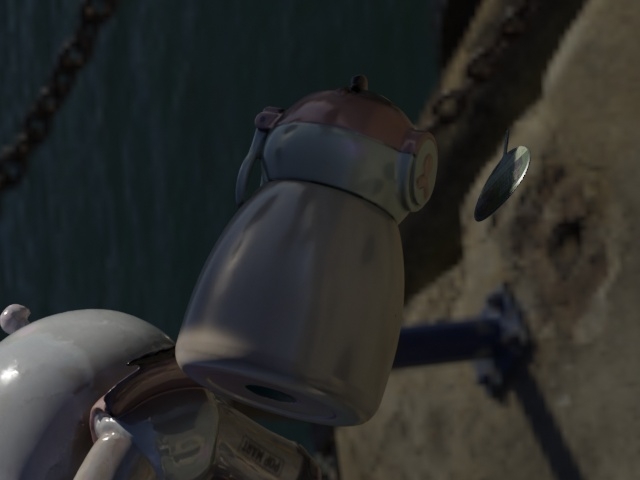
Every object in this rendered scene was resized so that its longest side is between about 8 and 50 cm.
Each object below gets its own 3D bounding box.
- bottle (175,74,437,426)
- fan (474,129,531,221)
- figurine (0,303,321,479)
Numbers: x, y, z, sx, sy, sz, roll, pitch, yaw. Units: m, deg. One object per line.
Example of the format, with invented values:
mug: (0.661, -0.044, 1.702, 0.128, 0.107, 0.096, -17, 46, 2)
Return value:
bottle: (0.000, 0.000, 1.338, 0.147, 0.147, 0.237, -14, 56, 63)
fan: (0.127, -0.049, 1.279, 0.060, 0.003, 0.080, -26, 37, 62)
figurine: (-0.174, 0.170, 1.661, 0.361, 0.253, 0.211, 5, 97, 62)
